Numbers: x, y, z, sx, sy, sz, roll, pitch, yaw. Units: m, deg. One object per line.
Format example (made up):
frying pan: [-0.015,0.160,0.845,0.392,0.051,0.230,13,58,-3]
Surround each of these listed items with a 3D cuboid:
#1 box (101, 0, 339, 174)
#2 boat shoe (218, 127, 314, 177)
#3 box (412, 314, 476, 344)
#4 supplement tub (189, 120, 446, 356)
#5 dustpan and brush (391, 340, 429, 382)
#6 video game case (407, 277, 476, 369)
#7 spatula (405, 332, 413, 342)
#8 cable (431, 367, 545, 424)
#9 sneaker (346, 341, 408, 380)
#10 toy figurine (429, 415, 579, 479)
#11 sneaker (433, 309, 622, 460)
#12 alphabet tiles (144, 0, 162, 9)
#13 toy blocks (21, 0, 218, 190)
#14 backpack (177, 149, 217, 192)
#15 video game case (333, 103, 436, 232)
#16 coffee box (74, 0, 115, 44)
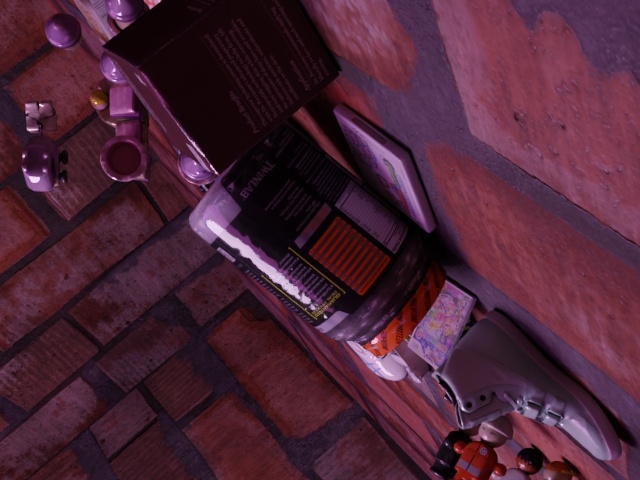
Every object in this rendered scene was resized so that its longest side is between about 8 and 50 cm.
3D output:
box: [-0.123,-0.221,1.159,0.168,0.203,0.167,56,169,-32]
boat shoe: [-0.157,-0.165,1.571,0.342,0.123,0.123,31,155,26]
box: [0.195,0.141,1.459,0.052,0.083,0.062,37,164,53]
supplement tub: [0.000,0.000,1.340,0.338,0.207,0.207,40,172,-7]
dustpan and brush: [0.188,0.256,1.995,0.147,0.060,0.211,52,170,-15]
video game case: [0.178,0.122,1.394,0.011,0.122,0.087,13,-166,-35]
spatula: [0.159,0.164,1.752,0.168,0.019,0.242,40,-176,34]
cable: [0.288,0.268,1.560,0.139,0.072,0.287,48,172,-26]
sneaker: [0.110,0.233,2.182,0.237,0.085,0.086,46,180,18]
toy figurine: [0.318,0.394,1.648,0.209,0.148,0.213,32,171,-3]
sneaker: [0.270,0.232,1.270,0.256,0.151,0.094,44,167,22]
alphabet tiles: [-0.237,-0.305,1.634,0.284,0.021,0.278,33,153,17]
toy blocks: [-0.293,-0.218,1.353,0.260,0.308,0.289,172,98,-86]
backpack: [-0.237,-0.173,2.107,0.158,0.117,0.173,39,166,49]
video game case: [0.086,-0.094,1.246,0.143,0.019,0.157,42,168,39]
coffee box: [-0.416,-0.470,1.840,0.141,0.098,0.246,42,168,35]
